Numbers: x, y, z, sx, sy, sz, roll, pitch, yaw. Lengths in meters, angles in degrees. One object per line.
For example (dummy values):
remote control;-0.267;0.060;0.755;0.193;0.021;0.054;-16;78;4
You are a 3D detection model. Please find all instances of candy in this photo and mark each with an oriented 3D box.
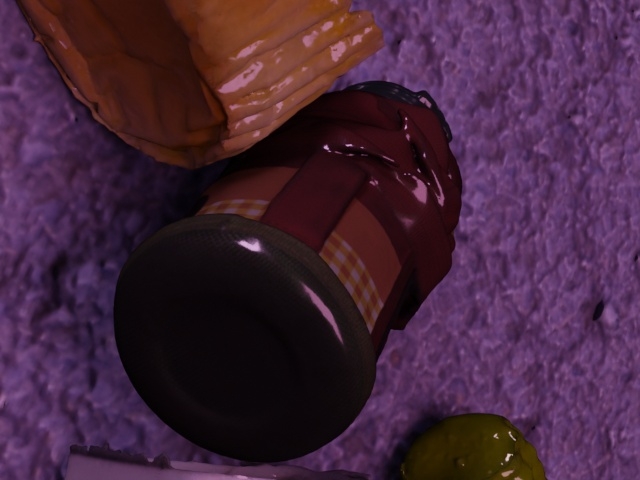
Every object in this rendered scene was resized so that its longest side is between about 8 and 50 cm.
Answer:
candy;0.131;0.217;0.853;0.096;0.096;0.210;-43;121;-27

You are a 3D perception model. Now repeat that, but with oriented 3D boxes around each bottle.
bottle;0.000;0.000;0.678;0.143;0.156;0.271;56;32;-14

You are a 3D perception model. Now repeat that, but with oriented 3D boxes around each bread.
bread;-0.078;-0.168;0.608;0.133;0.179;0.250;-44;120;-31

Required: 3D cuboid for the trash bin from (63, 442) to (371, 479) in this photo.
trash bin;-0.066;0.297;0.626;0.296;0.255;0.368;12;79;-33
